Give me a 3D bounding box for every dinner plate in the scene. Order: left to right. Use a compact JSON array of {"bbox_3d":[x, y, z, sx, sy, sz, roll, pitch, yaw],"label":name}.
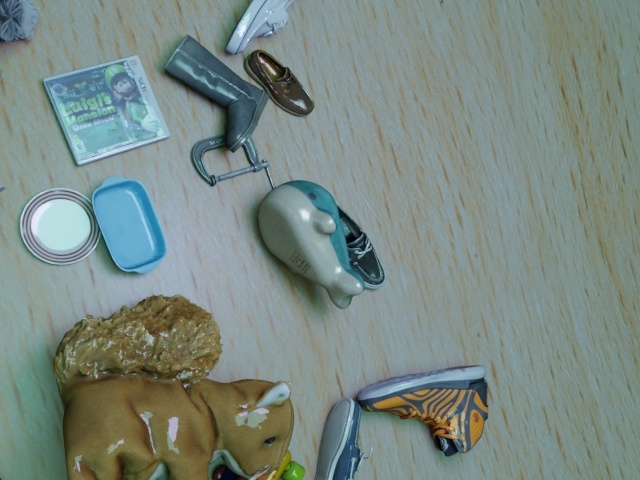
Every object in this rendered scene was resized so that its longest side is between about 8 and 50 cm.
[{"bbox_3d":[-0.474,-0.026,1.355,0.141,0.017,0.141,4,80,-23],"label":"dinner plate"}]

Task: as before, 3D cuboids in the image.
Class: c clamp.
[{"bbox_3d":[-0.177,-0.155,1.508,0.160,0.022,0.137,-14,88,-26],"label":"c clamp"}]

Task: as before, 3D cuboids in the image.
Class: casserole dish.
[{"bbox_3d":[-0.362,-0.027,1.387,0.114,0.037,0.189,-22,93,-38],"label":"casserole dish"}]

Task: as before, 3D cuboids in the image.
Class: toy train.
[{"bbox_3d":[-0.081,0.415,1.426,0.143,0.105,0.248,47,65,-23],"label":"toy train"}]

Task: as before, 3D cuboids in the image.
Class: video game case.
[{"bbox_3d":[-0.406,-0.251,1.418,0.190,0.022,0.173,-23,91,-26],"label":"video game case"}]

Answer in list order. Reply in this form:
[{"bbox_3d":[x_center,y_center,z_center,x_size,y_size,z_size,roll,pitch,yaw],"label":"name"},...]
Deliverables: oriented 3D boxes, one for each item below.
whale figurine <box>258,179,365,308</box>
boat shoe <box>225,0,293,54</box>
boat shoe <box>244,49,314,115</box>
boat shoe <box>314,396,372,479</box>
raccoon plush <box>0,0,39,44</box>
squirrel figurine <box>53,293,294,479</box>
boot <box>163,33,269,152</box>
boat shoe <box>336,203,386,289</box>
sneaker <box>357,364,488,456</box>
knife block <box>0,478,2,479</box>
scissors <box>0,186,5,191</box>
[{"bbox_3d":[0.000,0.000,1.465,0.141,0.216,0.272,-33,78,-34],"label":"whale figurine"},{"bbox_3d":[-0.105,-0.477,1.552,0.084,0.095,0.258,35,70,-11],"label":"boat shoe"},{"bbox_3d":[-0.081,-0.331,1.558,0.178,0.060,0.064,41,68,-14],"label":"boat shoe"},{"bbox_3d":[0.045,0.443,1.476,0.079,0.095,0.255,18,76,-20],"label":"boat shoe"},{"bbox_3d":[-0.738,-0.340,1.231,0.299,0.446,0.216,19,109,15],"label":"raccoon plush"},{"bbox_3d":[-0.238,0.270,1.258,0.370,0.281,0.397,-12,77,-15],"label":"squirrel figurine"},{"bbox_3d":[-0.216,-0.294,1.474,0.208,0.076,0.190,36,45,-23],"label":"boot"},{"bbox_3d":[0.069,0.014,1.568,0.078,0.070,0.219,-44,101,-24],"label":"boat shoe"},{"bbox_3d":[0.233,0.369,1.558,0.320,0.124,0.180,-4,82,-25],"label":"sneaker"},{"bbox_3d":[-0.589,0.354,1.203,0.241,0.088,0.276,11,77,-24],"label":"knife block"},{"bbox_3d":[-0.636,-0.001,1.169,0.297,0.021,0.109,-19,89,-28],"label":"scissors"}]
